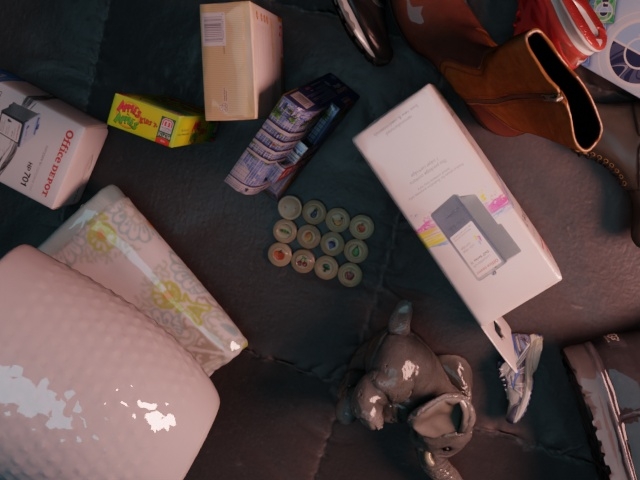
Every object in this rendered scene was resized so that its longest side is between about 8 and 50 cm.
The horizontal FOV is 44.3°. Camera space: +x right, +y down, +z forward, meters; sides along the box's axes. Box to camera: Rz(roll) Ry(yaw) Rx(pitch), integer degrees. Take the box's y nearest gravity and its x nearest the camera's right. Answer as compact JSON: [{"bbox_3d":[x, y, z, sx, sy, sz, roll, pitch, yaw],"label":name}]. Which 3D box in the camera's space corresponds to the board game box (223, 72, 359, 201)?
[{"bbox_3d":[-0.048,-0.124,1.078,0.060,0.194,0.194,39,118,2],"label":"board game box"}]

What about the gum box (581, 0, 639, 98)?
[{"bbox_3d":[0.419,-0.260,0.976,0.184,0.041,0.157,41,120,27],"label":"gum box"}]

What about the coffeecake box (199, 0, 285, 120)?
[{"bbox_3d":[-0.099,-0.233,1.048,0.068,0.185,0.142,-1,99,10],"label":"coffeecake box"}]

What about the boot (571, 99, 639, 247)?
[{"bbox_3d":[0.394,-0.092,1.053,0.137,0.077,0.198,6,87,13],"label":"boot"}]

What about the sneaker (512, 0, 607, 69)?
[{"bbox_3d":[0.266,-0.306,1.025,0.128,0.087,0.221,-39,61,43],"label":"sneaker"}]

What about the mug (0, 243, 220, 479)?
[{"bbox_3d":[-0.334,0.231,1.065,0.328,0.276,0.374,30,134,-6],"label":"mug"}]

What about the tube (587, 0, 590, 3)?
[{"bbox_3d":[0.337,-0.430,1.007,0.070,0.062,0.240,-15,108,52],"label":"tube"}]

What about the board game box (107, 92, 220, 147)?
[{"bbox_3d":[-0.209,-0.167,1.080,0.092,0.181,0.043,20,102,6],"label":"board game box"}]

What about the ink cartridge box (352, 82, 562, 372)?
[{"bbox_3d":[0.198,-0.026,1.021,0.119,0.207,0.353,-34,94,15],"label":"ink cartridge box"}]

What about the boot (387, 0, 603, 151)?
[{"bbox_3d":[0.191,-0.221,0.929,0.096,0.280,0.264,-32,103,2],"label":"boot"}]

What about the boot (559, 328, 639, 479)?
[{"bbox_3d":[0.593,0.245,1.044,0.445,0.146,0.367,-18,98,8],"label":"boot"}]

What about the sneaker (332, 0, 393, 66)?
[{"bbox_3d":[0.056,-0.377,1.042,0.124,0.107,0.283,-24,95,7],"label":"sneaker"}]

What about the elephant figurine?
[{"bbox_3d":[0.156,0.233,1.119,0.239,0.186,0.169,29,60,-7],"label":"elephant figurine"}]

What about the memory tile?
[{"bbox_3d":[0.000,0.000,1.160,0.148,0.012,0.113,16,102,7],"label":"memory tile"}]

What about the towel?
[{"bbox_3d":[-0.346,0.148,1.210,0.374,0.090,0.320,-40,94,14],"label":"towel"}]

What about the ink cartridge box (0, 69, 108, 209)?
[{"bbox_3d":[-0.437,-0.152,1.174,0.190,0.082,0.140,27,103,6],"label":"ink cartridge box"}]

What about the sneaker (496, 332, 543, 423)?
[{"bbox_3d":[0.280,0.195,1.131,0.058,0.052,0.135,14,94,17],"label":"sneaker"}]
